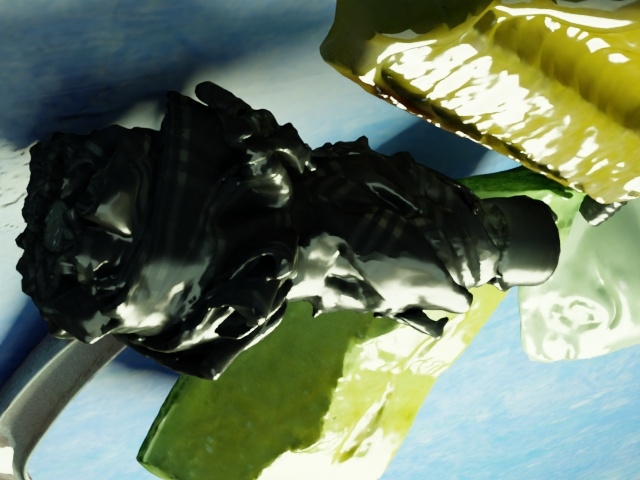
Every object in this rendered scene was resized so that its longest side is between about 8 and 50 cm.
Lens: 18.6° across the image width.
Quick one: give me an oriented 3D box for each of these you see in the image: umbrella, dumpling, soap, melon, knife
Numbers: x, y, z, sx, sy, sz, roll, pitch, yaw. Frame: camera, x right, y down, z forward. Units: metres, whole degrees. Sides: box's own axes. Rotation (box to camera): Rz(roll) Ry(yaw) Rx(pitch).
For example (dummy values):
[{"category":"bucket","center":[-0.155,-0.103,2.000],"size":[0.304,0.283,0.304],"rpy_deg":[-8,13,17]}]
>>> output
[{"category":"umbrella","center":[-0.002,0.012,1.079],"size":[0.337,0.154,0.128],"rpy_deg":[15,172,-32]},{"category":"dumpling","center":[0.214,-0.005,1.394],"size":[0.219,0.152,0.108],"rpy_deg":[-38,-160,-19]},{"category":"soap","center":[0.173,-0.174,0.971],"size":[0.304,0.169,0.339],"rpy_deg":[-40,153,18]},{"category":"melon","center":[0.037,0.057,1.282],"size":[0.323,0.124,0.196],"rpy_deg":[-50,149,10]},{"category":"knife","center":[-0.188,0.110,1.213],"size":[0.123,0.053,0.278],"rpy_deg":[3,137,-41]}]

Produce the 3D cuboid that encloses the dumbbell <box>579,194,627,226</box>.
[{"category":"dumbbell","center":[0.282,-0.117,1.202],"size":[0.325,0.143,0.143],"rpy_deg":[-43,151,23]}]
